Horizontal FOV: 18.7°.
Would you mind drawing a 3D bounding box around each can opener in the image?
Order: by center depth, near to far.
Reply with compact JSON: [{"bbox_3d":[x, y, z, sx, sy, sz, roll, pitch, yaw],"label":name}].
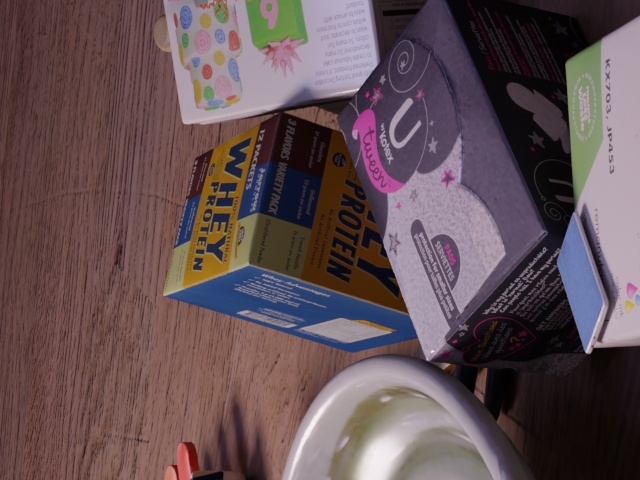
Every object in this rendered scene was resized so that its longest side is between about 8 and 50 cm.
[{"bbox_3d":[0.140,0.064,1.602,0.059,0.073,0.186,6,100,26],"label":"can opener"}]

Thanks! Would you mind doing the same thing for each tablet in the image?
[{"bbox_3d":[0.174,0.028,1.287,0.054,0.006,0.083,101,163,-47],"label":"tablet"}]

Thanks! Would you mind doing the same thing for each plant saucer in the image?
[{"bbox_3d":[0.094,0.284,1.464,0.400,0.101,0.400,4,95,60],"label":"plant saucer"}]

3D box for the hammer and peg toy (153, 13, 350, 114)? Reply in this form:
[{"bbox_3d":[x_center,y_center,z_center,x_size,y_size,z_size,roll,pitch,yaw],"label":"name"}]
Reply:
[{"bbox_3d":[0.014,-0.252,1.754,0.361,0.127,0.266,21,111,39],"label":"hammer and peg toy"}]

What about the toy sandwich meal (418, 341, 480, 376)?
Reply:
[{"bbox_3d":[0.113,0.087,1.674,0.085,0.029,0.085,180,90,-66],"label":"toy sandwich meal"}]

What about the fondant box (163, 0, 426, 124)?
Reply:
[{"bbox_3d":[-0.030,-0.277,1.637,0.238,0.096,0.330,-7,92,43],"label":"fondant box"}]

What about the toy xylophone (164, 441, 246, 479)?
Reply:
[{"bbox_3d":[-0.143,0.379,2.173,0.322,0.081,0.236,125,138,-52],"label":"toy xylophone"}]

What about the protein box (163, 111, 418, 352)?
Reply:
[{"bbox_3d":[0.000,0.000,1.688,0.201,0.200,0.136,-21,55,64],"label":"protein box"}]

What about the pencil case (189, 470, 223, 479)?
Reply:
[{"bbox_3d":[-0.097,0.446,1.949,0.160,0.184,0.410,-107,24,-69],"label":"pencil case"}]

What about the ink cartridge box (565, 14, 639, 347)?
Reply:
[{"bbox_3d":[0.265,-0.050,1.162,0.353,0.119,0.207,150,118,-74],"label":"ink cartridge box"}]

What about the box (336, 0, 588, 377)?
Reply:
[{"bbox_3d":[0.134,-0.043,1.462,0.163,0.142,0.247,-51,43,37],"label":"box"}]
